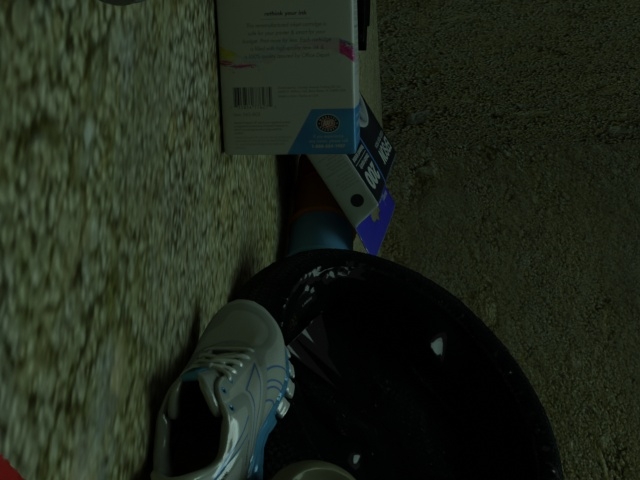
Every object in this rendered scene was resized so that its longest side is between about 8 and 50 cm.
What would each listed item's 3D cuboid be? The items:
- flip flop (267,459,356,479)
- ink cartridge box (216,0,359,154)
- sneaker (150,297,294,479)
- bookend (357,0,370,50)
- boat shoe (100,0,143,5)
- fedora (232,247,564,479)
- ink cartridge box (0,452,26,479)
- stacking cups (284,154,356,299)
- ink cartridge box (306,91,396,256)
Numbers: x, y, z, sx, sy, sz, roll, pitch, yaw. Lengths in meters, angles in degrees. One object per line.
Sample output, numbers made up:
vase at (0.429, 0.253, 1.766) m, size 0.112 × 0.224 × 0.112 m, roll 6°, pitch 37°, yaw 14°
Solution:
flip flop at (0.015, 0.242, 0.470) m, size 0.112 × 0.080 × 0.277 m, roll 25°, pitch 49°, yaw -34°
ink cartridge box at (-0.023, -0.160, 0.719) m, size 0.061 × 0.104 × 0.181 m, roll -68°, pitch 157°, yaw -74°
sneaker at (-0.061, 0.095, 0.569) m, size 0.191 × 0.071 × 0.083 m, roll -83°, pitch 165°, yaw -49°
bookend at (0.037, -0.348, 1.403) m, size 0.157 × 0.072 × 0.156 m, roll 56°, pitch 35°, yaw -80°
boat shoe at (-0.095, -0.118, 0.294) m, size 0.184 × 0.066 × 0.063 m, roll 76°, pitch 29°, yaw -74°
fedora at (0.043, 0.172, 0.793) m, size 0.152 × 0.334 × 0.334 m, roll -54°, pitch -159°, yaw 41°
ink cartridge box at (-0.097, 0.197, 0.311) m, size 0.181 × 0.056 × 0.225 m, roll 81°, pitch 13°, yaw -56°
stacking cups at (0.005, 0.017, 1.033) m, size 0.316 × 0.096 × 0.096 m, roll -84°, pitch 171°, yaw -45°
ink cartridge box at (0.038, -0.102, 1.066) m, size 0.208 × 0.045 × 0.206 m, roll 58°, pitch 20°, yaw -13°
